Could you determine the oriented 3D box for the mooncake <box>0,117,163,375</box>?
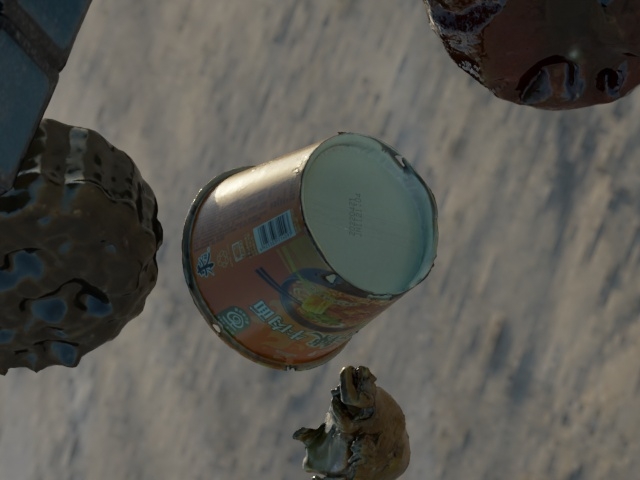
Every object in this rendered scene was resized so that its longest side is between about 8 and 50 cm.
[{"bbox_3d":[-0.245,0.010,1.562,0.228,0.228,0.124,-57,24,35],"label":"mooncake"}]

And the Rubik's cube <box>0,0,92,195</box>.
[{"bbox_3d":[-0.380,-0.273,1.407,0.359,0.362,0.363,12,66,29],"label":"Rubik's cube"}]

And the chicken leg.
[{"bbox_3d":[0.027,0.165,1.631,0.207,0.101,0.085,78,168,-65],"label":"chicken leg"}]

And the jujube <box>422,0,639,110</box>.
[{"bbox_3d":[0.187,-0.298,1.567,0.276,0.276,0.377,-108,-1,-62],"label":"jujube"}]

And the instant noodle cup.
[{"bbox_3d":[0.000,0.000,1.918,0.182,0.230,0.230,-31,42,49],"label":"instant noodle cup"}]
